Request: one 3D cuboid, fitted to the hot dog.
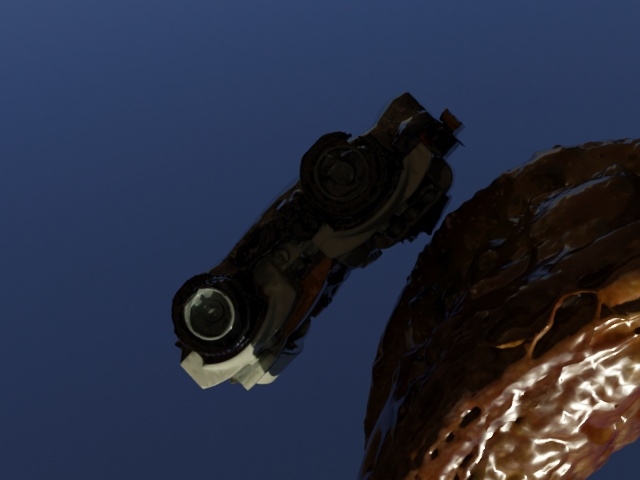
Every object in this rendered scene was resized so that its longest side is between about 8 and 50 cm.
[{"bbox_3d":[0.136,0.091,0.623,0.174,0.387,0.267,33,-159,-5],"label":"hot dog"}]

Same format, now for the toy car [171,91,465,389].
[{"bbox_3d":[0.002,0.001,0.718,0.301,0.193,0.118,-43,-96,12],"label":"toy car"}]
